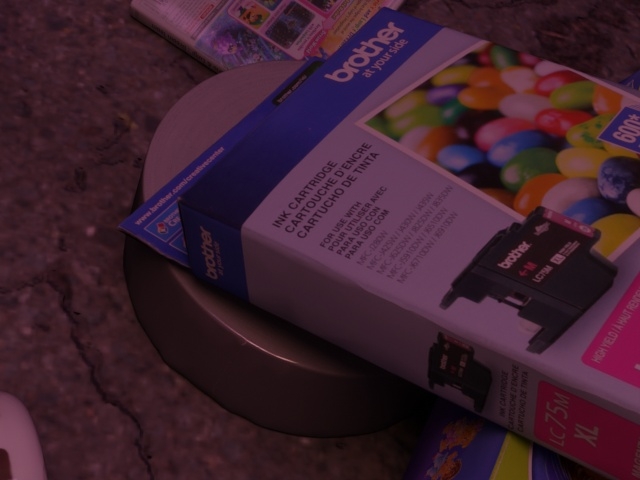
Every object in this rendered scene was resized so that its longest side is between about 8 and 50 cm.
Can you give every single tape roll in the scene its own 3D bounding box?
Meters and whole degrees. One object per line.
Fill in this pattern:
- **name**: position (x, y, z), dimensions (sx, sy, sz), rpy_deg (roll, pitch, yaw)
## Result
- **tape roll**: position (0.000, 0.000, 0.717), dimensions (0.219, 0.072, 0.219), rpy_deg (10, 53, -13)

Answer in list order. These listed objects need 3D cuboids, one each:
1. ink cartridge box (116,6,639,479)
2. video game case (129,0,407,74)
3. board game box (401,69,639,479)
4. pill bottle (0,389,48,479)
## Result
- **ink cartridge box**: position (0.070, -0.018, 0.601), dimensions (0.311, 0.065, 0.186), rpy_deg (23, 51, 29)
- **video game case**: position (-0.025, -0.170, 0.841), dimensions (0.143, 0.019, 0.157), rpy_deg (34, 68, 6)
- **board game box**: position (0.184, 0.102, 0.658), dimensions (0.233, 0.078, 0.347), rpy_deg (41, 49, -14)
- **pill bottle**: position (-0.224, 0.129, 0.508), dimensions (0.215, 0.117, 0.117), rpy_deg (-4, 56, -23)
